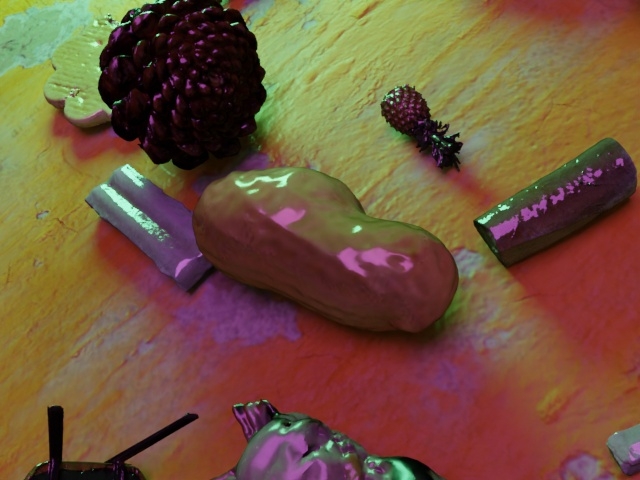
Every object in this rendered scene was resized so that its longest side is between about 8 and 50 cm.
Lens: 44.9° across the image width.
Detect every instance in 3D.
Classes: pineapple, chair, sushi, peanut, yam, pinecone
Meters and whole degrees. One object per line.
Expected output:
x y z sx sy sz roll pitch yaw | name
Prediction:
0.120 -0.131 0.917 0.058 0.058 0.124 -32 54 -1 | pineapple
-0.235 0.277 0.733 0.247 0.172 0.159 -49 39 43 | chair
0.057 0.241 0.653 0.332 0.130 0.124 15 65 27 | sushi
0.000 0.000 0.829 0.318 0.147 0.148 19 67 29 | peanut
0.245 -0.038 0.801 0.169 0.068 0.068 -33 53 -1 | yam
-0.180 -0.205 0.995 0.221 0.221 0.222 -10 56 15 | pinecone

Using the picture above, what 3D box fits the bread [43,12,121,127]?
-0.325 -0.249 1.175 0.182 0.039 0.251 -46 55 -10 | bread

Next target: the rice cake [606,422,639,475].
0.336 0.152 0.664 0.180 0.030 0.042 -26 48 3 | rice cake

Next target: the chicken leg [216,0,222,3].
-0.144 -0.426 1.200 0.196 0.080 0.125 -37 66 -4 | chicken leg

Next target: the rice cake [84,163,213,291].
-0.210 -0.022 0.983 0.226 0.040 0.085 34 76 34 | rice cake
